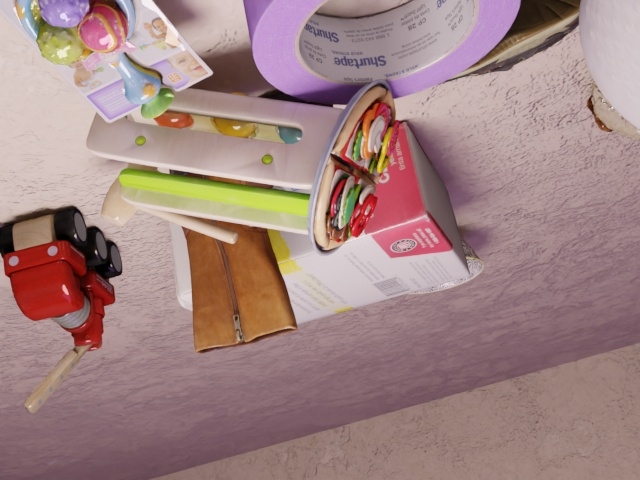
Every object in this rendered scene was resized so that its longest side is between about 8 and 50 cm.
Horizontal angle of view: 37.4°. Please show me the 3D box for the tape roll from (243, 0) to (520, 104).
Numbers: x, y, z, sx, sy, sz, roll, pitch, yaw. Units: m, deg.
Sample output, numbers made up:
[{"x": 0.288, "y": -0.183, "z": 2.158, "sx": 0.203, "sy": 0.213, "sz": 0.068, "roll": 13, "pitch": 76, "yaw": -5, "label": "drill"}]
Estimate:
[{"x": 0.059, "y": -0.248, "z": 0.962, "sx": 0.274, "sy": 0.090, "sz": 0.275, "roll": -11, "pitch": 158, "yaw": -4, "label": "tape roll"}]

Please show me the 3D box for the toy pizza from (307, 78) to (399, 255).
[{"x": 0.044, "y": -0.074, "z": 1.024, "sx": 0.032, "sy": 0.201, "sz": 0.201, "roll": 22, "pitch": 165, "yaw": 18, "label": "toy pizza"}]

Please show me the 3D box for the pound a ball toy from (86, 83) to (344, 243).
[{"x": -0.123, "y": -0.094, "z": 1.115, "sx": 0.319, "sy": 0.136, "sz": 0.208, "roll": 10, "pitch": 156, "yaw": 13, "label": "pound a ball toy"}]

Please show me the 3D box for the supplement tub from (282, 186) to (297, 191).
[{"x": -0.007, "y": -0.112, "z": 1.280, "sx": 0.107, "sy": 0.071, "sz": 0.071, "roll": -16, "pitch": 158, "yaw": 13, "label": "supplement tub"}]

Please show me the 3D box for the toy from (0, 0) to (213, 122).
[{"x": -0.223, "y": -0.197, "z": 0.913, "sx": 0.136, "sy": 0.056, "sz": 0.237, "roll": -21, "pitch": 142, "yaw": 18, "label": "toy"}]

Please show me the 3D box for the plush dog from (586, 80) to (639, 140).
[{"x": 0.465, "y": -0.172, "z": 1.244, "sx": 0.225, "sy": 0.211, "sz": 0.262, "roll": 24, "pitch": 153, "yaw": -1, "label": "plush dog"}]

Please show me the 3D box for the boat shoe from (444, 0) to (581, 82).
[{"x": 0.201, "y": -0.227, "z": 1.096, "sx": 0.223, "sy": 0.080, "sz": 0.073, "roll": -23, "pitch": 151, "yaw": 15, "label": "boat shoe"}]

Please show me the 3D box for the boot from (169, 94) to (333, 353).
[{"x": -0.075, "y": -0.021, "z": 1.184, "sx": 0.264, "sy": 0.281, "sz": 0.096, "roll": -20, "pitch": 157, "yaw": 21, "label": "boot"}]

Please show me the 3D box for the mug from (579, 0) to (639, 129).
[{"x": 0.344, "y": -0.271, "z": 0.812, "sx": 0.374, "sy": 0.276, "sz": 0.328, "roll": 27, "pitch": 173, "yaw": 10, "label": "mug"}]

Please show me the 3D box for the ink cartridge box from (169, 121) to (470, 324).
[{"x": 0.000, "y": 0.000, "z": 1.435, "sx": 0.384, "sy": 0.161, "sz": 0.279, "roll": -18, "pitch": 157, "yaw": 14, "label": "ink cartridge box"}]

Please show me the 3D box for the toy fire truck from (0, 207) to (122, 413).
[{"x": -0.388, "y": 0.109, "z": 1.388, "sx": 0.158, "sy": 0.247, "sz": 0.217, "roll": -14, "pitch": 158, "yaw": 4, "label": "toy fire truck"}]

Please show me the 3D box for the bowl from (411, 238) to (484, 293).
[{"x": 0.206, "y": 0.030, "z": 1.720, "sx": 0.170, "sy": 0.080, "sz": 0.170, "roll": -11, "pitch": 158, "yaw": -4, "label": "bowl"}]
